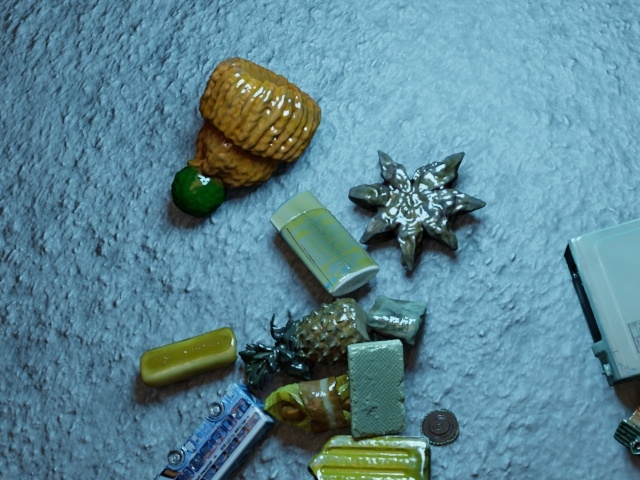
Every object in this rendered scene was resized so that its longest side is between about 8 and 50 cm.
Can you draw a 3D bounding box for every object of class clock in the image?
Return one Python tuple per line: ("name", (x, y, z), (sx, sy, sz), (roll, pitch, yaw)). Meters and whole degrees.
("clock", (0.257, 0.402, 1.714), (0.083, 0.010, 0.074), (-16, 71, 8))

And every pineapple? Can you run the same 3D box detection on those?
("pineapple", (-0.043, 0.229, 1.776), (0.309, 0.141, 0.170), (-24, 80, 13))

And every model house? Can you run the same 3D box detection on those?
("model house", (0.679, 0.396, 1.542), (0.183, 0.166, 0.172), (39, 89, 32))

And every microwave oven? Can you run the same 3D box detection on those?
("microwave oven", (0.646, 0.124, 1.612), (0.237, 0.181, 0.295), (-16, 71, 6))

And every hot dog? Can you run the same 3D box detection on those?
("hot dog", (0.005, 0.360, 1.726), (0.261, 0.093, 0.123), (-14, 113, 6))

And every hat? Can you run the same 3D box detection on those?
("hat", (-0.184, -0.212, 1.888), (0.285, 0.285, 0.400), (29, 101, 19))

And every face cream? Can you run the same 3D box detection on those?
("face cream", (0.000, 0.000, 1.826), (0.139, 0.067, 0.285), (-24, 56, -26))

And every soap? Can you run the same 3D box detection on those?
("soap", (0.102, 0.496, 1.672), (0.257, 0.080, 0.160), (-3, 57, 14))

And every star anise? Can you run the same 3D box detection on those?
("star anise", (0.218, -0.093, 1.816), (0.315, 0.108, 0.316), (-3, 79, 18))

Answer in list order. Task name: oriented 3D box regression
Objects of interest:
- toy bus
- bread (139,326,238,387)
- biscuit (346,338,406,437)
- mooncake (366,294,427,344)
("toy bus", (-0.237, 0.466, 1.765), (0.131, 0.106, 0.297), (39, 88, 18))
("bread", (-0.301, 0.276, 1.849), (0.239, 0.074, 0.093), (-17, 55, 6))
("biscuit", (0.119, 0.313, 1.677), (0.121, 0.040, 0.200), (-4, 99, -7))
("mooncake", (0.164, 0.177, 1.744), (0.125, 0.130, 0.073), (11, 109, 15))
